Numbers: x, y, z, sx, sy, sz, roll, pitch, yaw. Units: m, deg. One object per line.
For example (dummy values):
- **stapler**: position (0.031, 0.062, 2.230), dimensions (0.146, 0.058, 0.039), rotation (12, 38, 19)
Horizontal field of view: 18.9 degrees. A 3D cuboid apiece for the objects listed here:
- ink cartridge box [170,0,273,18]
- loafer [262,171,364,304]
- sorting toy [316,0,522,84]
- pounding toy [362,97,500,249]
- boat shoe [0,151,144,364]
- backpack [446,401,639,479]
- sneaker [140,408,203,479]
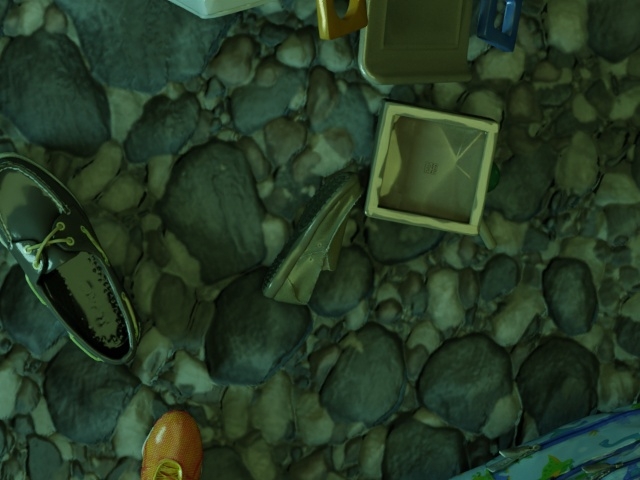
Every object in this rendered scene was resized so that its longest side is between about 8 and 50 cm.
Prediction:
- **ink cartridge box**: position (-0.101, -0.357, 1.668), dimensions (0.121, 0.211, 0.289), rotation (-16, 111, -15)
- **loafer**: position (0.000, 0.000, 1.852), dimensions (0.050, 0.056, 0.148), rotation (32, 102, -16)
- **sorting toy**: position (0.081, -0.240, 1.738), dimensions (0.348, 0.047, 0.196), rotation (-9, 102, -56)
- **pounding toy**: position (0.117, -0.060, 1.853), dimensions (0.141, 0.100, 0.130), rotation (10, 97, -3)
- **boat shoe**: position (-0.238, 0.017, 1.795), dimensions (0.081, 0.069, 0.228), rotation (-35, 105, -4)
- **backpack**: position (0.293, 0.305, 1.883), dimensions (0.355, 0.273, 0.290), rotation (-26, 97, -19)
- **sneaker**: position (-0.148, 0.250, 1.856), dimensions (0.064, 0.067, 0.175), rotation (10, 96, -12)
